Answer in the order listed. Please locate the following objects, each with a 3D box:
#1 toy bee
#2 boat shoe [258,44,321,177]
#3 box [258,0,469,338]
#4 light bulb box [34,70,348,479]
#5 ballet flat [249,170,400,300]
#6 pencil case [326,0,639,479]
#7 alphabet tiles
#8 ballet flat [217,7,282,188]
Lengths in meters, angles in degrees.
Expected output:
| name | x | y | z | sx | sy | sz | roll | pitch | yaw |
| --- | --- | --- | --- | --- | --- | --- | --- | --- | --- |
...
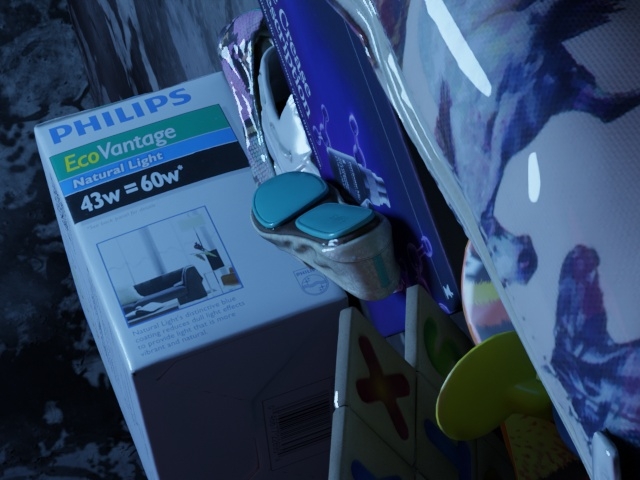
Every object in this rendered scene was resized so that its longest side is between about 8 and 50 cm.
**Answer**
| name | x | y | z | sx | sy | sz | roll | pitch | yaw |
| --- | --- | --- | --- | --- | --- | --- | --- | --- | --- |
| toy bee | 0.119 | 0.102 | 0.571 | 0.195 | 0.162 | 0.298 | 35 | -153 | -28 |
| boat shoe | 0.010 | -0.081 | 0.978 | 0.267 | 0.096 | 0.088 | -116 | 9 | -60 |
| box | 0.055 | -0.086 | 0.775 | 0.184 | 0.103 | 0.261 | 143 | 108 | -73 |
| light bulb box | -0.134 | 0.077 | 1.438 | 0.358 | 0.225 | 0.361 | 87 | 160 | -49 |
| ballet flat | 0.000 | 0.000 | 0.776 | 0.052 | 0.057 | 0.168 | 65 | 170 | -20 |
| pencil case | 0.106 | -0.040 | 0.464 | 0.160 | 0.183 | 0.410 | 92 | 157 | -55 |
| alphabet tiles | 0.104 | 0.193 | 0.638 | 0.342 | 0.011 | 0.285 | 47 | -148 | -34 |
| ballet flat | -0.028 | -0.100 | 1.150 | 0.079 | 0.076 | 0.222 | -22 | 86 | 57 |
